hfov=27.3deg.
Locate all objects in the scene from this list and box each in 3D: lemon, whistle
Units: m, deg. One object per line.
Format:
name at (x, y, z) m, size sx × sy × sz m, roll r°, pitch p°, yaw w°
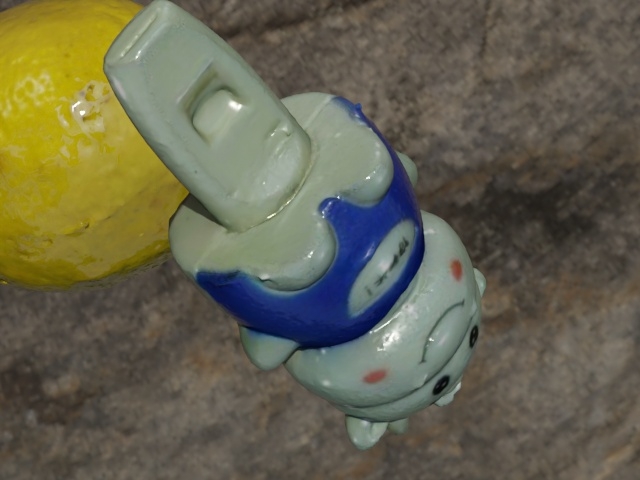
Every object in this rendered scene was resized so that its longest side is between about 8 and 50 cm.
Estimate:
lemon at (-0.209, -0.079, 1.102) m, size 0.284 × 0.260 × 0.260 m, roll -2°, pitch 142°, yaw 14°
whistle at (0.000, 0.000, 0.534) m, size 0.110 × 0.092 × 0.244 m, roll -51°, pitch 130°, yaw -14°
